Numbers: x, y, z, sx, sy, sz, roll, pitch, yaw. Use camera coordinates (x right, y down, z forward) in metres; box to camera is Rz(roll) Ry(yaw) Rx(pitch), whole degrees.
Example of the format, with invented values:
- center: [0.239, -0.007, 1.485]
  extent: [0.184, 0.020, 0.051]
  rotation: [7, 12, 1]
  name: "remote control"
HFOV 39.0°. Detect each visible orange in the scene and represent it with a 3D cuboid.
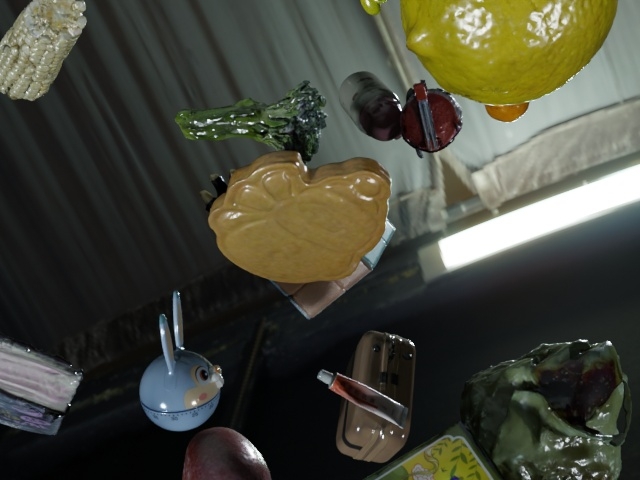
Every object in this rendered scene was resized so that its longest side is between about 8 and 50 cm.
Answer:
- center: [0.336, -0.253, 1.634]
  extent: [0.083, 0.084, 0.083]
  rotation: [-23, -161, 8]
  name: "orange"

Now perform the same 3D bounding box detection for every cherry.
- center: [-0.217, 0.571, 2.104]
  extent: [0.212, 0.236, 0.285]
  rotation: [5, -139, -28]
  name: "cherry"

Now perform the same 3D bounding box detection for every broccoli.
- center: [-0.138, -0.228, 1.766]
  extent: [0.304, 0.165, 0.145]
  rotation: [2, -178, 16]
  name: "broccoli"

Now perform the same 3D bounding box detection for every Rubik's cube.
- center: [0.000, 0.000, 2.078]
  extent: [0.221, 0.224, 0.231]
  rotation: [-41, -173, 31]
  name: "Rubik's cube"

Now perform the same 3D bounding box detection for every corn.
- center: [-0.366, -0.247, 1.159]
  extent: [0.087, 0.087, 0.211]
  rotation: [-38, -173, -32]
  name: "corn"

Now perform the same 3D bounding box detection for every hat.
- center: [0.222, -0.258, 1.846]
  extent: [0.129, 0.140, 0.227]
  rotation: [-33, -174, 14]
  name: "hat"

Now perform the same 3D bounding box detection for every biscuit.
- center: [-0.035, -0.034, 1.613]
  extent: [0.351, 0.312, 0.057]
  rotation: [-50, -147, 43]
  name: "biscuit"

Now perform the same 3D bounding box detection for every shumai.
- center: [0.524, 0.363, 1.951]
  extent: [0.395, 0.395, 0.348]
  rotation: [-51, 171, -52]
  name: "shumai"

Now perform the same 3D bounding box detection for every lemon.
- center: [0.227, -0.290, 1.098]
  extent: [0.267, 0.267, 0.267]
  rotation: [-23, -161, 8]
  name: "lemon"

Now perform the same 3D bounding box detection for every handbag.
- center: [0.129, 0.407, 2.250]
  extent: [0.149, 0.283, 0.302]
  rotation: [13, -129, -6]
  name: "handbag"

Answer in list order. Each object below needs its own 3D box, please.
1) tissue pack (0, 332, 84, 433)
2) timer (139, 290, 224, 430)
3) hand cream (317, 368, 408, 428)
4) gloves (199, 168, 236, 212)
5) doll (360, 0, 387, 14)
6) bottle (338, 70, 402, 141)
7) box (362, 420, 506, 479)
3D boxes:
- center: [-0.617, 0.285, 1.788]
  extent: [0.122, 0.259, 0.361]
  rotation: [-69, -170, -23]
  name: "tissue pack"
- center: [-0.260, 0.251, 1.759]
  extent: [0.175, 0.255, 0.175]
  rotation: [18, -160, -7]
  name: "timer"
- center: [0.091, 0.339, 1.958]
  extent: [0.052, 0.216, 0.038]
  rotation: [-65, -176, -21]
  name: "hand cream"
- center: [-0.168, -0.082, 2.351]
  extent: [0.152, 0.301, 0.197]
  rotation: [-61, -175, 22]
  name: "gloves"
- center: [0.010, -0.393, 1.146]
  extent: [0.135, 0.241, 0.099]
  rotation: [-38, 176, 16]
  name: "doll"
- center: [0.118, -0.288, 1.973]
  extent: [0.110, 0.110, 0.233]
  rotation: [-26, -150, -1]
  name: "bottle"
- center: [0.203, 0.603, 1.738]
  extent: [0.420, 0.138, 0.373]
  rotation: [-30, -143, -2]
  name: "box"
